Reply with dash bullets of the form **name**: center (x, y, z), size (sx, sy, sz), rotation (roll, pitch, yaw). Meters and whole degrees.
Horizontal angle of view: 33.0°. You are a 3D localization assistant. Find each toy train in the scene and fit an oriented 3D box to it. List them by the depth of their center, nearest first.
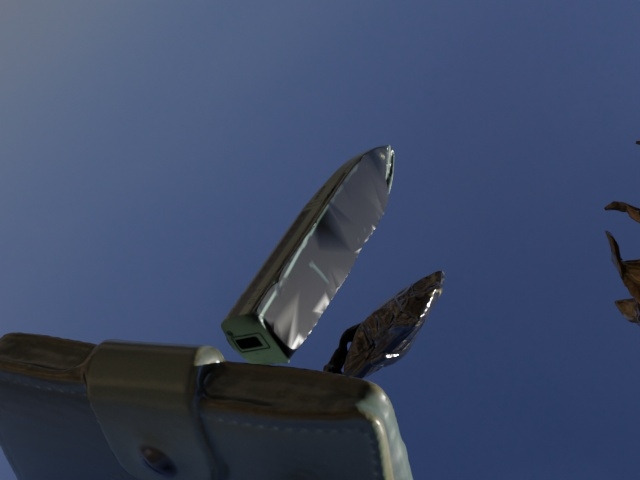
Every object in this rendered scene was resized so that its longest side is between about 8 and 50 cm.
- **toy train**: center (0.001, 0.000, 0.881), size (0.048, 0.055, 0.252), rotation (-19, -154, 40)

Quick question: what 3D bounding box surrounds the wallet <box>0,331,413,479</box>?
- **wallet**: center (-0.096, 0.178, 0.831), size (0.360, 0.252, 0.083), rotation (4, -139, 24)

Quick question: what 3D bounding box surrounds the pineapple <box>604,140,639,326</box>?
- **pineapple**: center (0.217, -0.105, 0.391), size (0.262, 0.272, 0.262), rotation (-9, -176, 1)

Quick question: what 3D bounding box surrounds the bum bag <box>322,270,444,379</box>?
- **bum bag**: center (0.080, 0.112, 1.295), size (0.102, 0.069, 0.248), rotation (-26, 168, -39)
